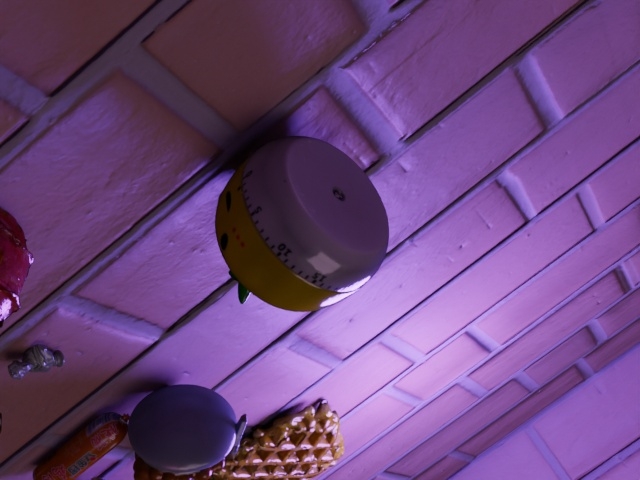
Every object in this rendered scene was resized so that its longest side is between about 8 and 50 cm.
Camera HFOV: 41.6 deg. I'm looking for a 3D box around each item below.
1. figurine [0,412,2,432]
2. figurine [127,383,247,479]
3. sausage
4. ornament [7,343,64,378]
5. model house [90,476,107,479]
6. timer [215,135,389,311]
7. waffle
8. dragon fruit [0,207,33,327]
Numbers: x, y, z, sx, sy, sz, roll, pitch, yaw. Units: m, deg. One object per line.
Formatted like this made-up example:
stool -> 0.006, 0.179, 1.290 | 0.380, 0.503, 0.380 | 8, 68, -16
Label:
figurine -> -0.632, 0.337, 1.411 | 0.176, 0.121, 0.122 | 21, 133, -32
figurine -> -0.310, 0.419, 1.744 | 0.224, 0.205, 0.382 | -17, 165, -29
sausage -> -0.467, 0.415, 1.676 | 0.234, 0.071, 0.071 | -39, 148, 12
ornament -> -0.478, 0.204, 1.409 | 0.092, 0.041, 0.068 | -28, 155, -25
model house -> -0.505, 0.690, 1.808 | 0.266, 0.321, 0.261 | -12, 150, -31
timer -> -0.057, 0.001, 1.302 | 0.285, 0.285, 0.285 | -22, 147, -15
waffle -> -0.109, 0.569, 2.186 | 0.379, 0.095, 0.382 | -26, 146, -6
dragon fruit -> -0.503, 0.035, 1.075 | 0.261, 0.163, 0.189 | -17, 118, -22
